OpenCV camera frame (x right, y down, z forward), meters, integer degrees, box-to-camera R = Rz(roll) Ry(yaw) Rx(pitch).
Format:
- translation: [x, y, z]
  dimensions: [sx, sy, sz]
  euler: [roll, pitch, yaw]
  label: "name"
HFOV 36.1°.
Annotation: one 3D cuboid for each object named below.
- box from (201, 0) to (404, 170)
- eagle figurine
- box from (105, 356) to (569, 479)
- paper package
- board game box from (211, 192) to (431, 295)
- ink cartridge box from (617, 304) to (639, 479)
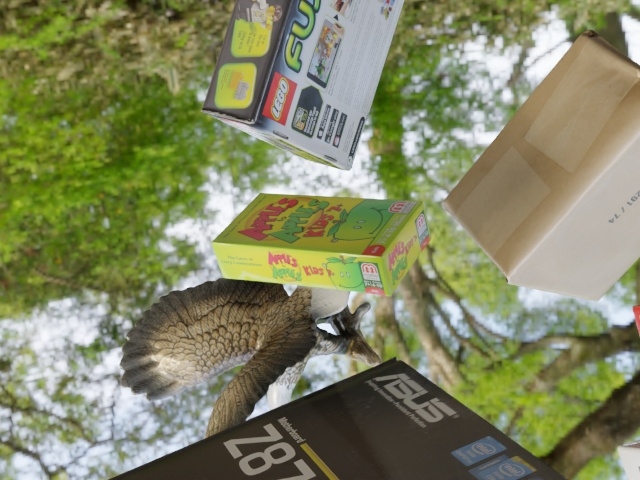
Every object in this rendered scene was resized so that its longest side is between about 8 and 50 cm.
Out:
- translation: [0.009, -0.152, 0.550]
  dimensions: [0.036, 0.207, 0.114]
  euler: [17, 179, 30]
  label: "box"
- translation: [-0.078, 0.146, 1.232]
  dimensions: [0.298, 0.225, 0.226]
  euler: [-14, 174, -27]
  label: "eagle figurine"
- translation: [0.004, 0.227, 0.600]
  dimensions: [0.318, 0.097, 0.395]
  euler: [-19, -162, -16]
  label: "box"
- translation: [0.389, -0.090, 1.398]
  dimensions: [0.309, 0.325, 0.168]
  euler: [13, -148, -48]
  label: "paper package"
- translation: [0.000, 0.000, 0.910]
  dimensions: [0.181, 0.043, 0.092]
  euler: [5, -144, 31]
  label: "board game box"
- translation: [0.344, 0.174, 0.809]
  dimensions: [0.066, 0.261, 0.296]
  euler: [-15, 174, -14]
  label: "ink cartridge box"
